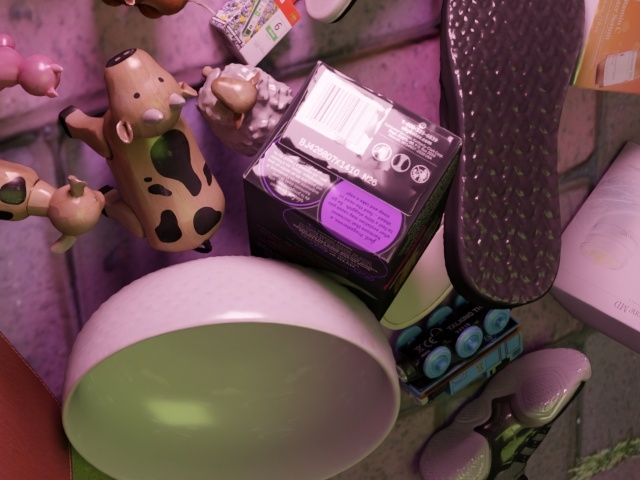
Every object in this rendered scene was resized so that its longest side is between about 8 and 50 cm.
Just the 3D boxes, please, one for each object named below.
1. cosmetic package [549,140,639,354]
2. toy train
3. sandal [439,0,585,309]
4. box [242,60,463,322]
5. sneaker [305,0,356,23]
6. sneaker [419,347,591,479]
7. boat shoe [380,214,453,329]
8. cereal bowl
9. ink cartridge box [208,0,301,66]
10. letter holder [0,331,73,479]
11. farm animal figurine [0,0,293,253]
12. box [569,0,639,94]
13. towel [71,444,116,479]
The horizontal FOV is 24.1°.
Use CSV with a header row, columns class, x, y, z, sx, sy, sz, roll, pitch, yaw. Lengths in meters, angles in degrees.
class,x,y,z,sx,sy,sz,roll,pitch,yaw
cosmetic package,0.436,0.026,1.909,0.224,0.224,0.138,-55,133,-4
toy train,0.168,0.134,1.849,0.184,0.080,0.105,-33,134,-22
sandal,0.190,-0.144,1.672,0.168,0.107,0.445,11,79,-21
box,0.029,-0.037,1.499,0.143,0.165,0.270,-57,172,-15
sneaker,0.074,-0.310,1.554,0.121,0.079,0.217,21,93,-42
sneaker,0.257,0.263,1.970,0.268,0.101,0.153,-38,131,-11
boat shoe,0.127,-0.017,1.741,0.095,0.079,0.254,30,89,-41
cereal bowl,-0.092,0.125,1.534,0.339,0.141,0.339,-3,141,-2
ink cartridge box,-0.053,-0.237,1.524,0.115,0.029,0.063,-47,132,-11
letter holder,-0.372,0.172,1.404,0.152,0.214,0.302,-23,132,11
farm animal figurine,-0.189,-0.093,1.386,0.330,0.172,0.327,-49,132,-9
box,0.346,-0.249,1.796,0.170,0.091,0.130,0,110,-39
towel,-0.254,0.282,1.570,0.110,0.027,0.148,-13,83,-32
